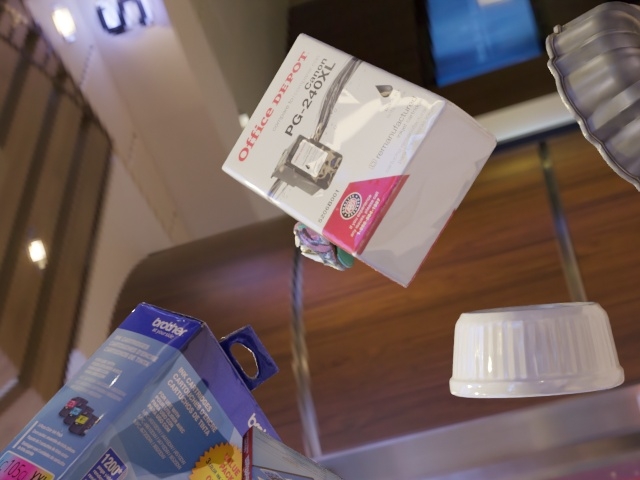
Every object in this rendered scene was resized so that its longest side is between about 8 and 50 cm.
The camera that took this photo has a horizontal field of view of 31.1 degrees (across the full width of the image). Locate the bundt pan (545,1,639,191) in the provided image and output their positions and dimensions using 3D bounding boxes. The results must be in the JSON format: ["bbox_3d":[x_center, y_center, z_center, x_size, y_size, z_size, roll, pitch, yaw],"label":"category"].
[{"bbox_3d":[0.491,-0.223,1.717,0.331,0.124,0.331,29,-140,-28],"label":"bundt pan"}]

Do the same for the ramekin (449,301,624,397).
[{"bbox_3d":[0.330,0.166,1.785,0.273,0.272,0.127,1,-96,-76],"label":"ramekin"}]

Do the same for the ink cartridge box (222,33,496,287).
[{"bbox_3d":[0.020,-0.055,0.737,0.063,0.109,0.150,29,-177,-46],"label":"ink cartridge box"}]

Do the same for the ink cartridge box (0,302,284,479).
[{"bbox_3d":[-0.222,0.274,1.522,0.395,0.151,0.270,-50,-50,-27],"label":"ink cartridge box"}]

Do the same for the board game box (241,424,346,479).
[{"bbox_3d":[0.022,0.346,1.436,0.281,0.027,0.145,34,-162,-16],"label":"board game box"}]

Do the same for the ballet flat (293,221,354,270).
[{"bbox_3d":[0.000,0.000,1.891,0.221,0.079,0.077,50,-146,-72],"label":"ballet flat"}]
